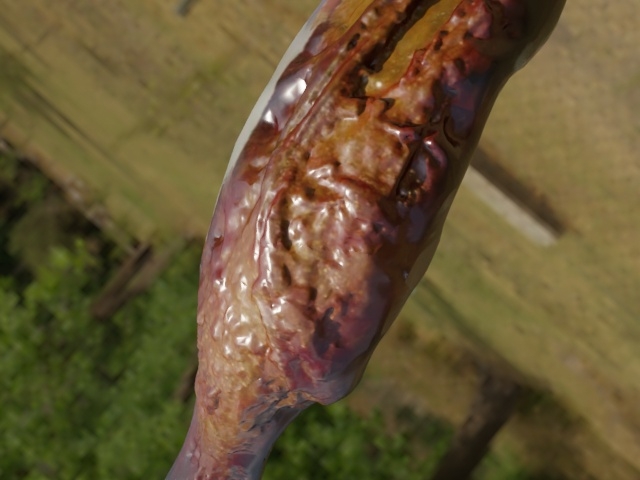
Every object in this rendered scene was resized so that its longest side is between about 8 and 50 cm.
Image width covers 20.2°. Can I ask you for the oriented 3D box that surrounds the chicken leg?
[{"bbox_3d":[0.000,0.000,0.770,0.096,0.407,0.158,28,-166,5],"label":"chicken leg"}]
